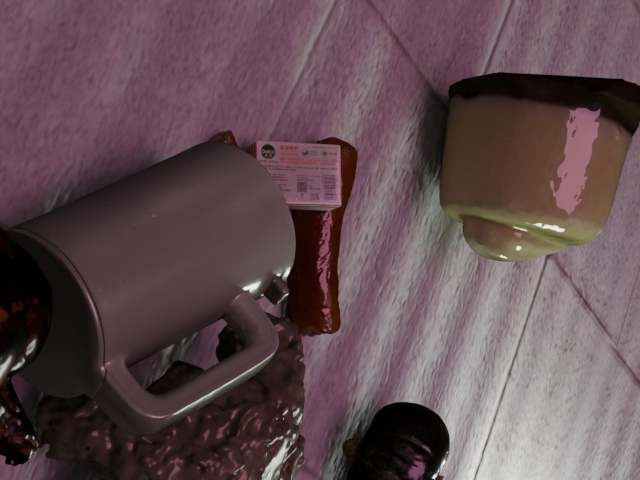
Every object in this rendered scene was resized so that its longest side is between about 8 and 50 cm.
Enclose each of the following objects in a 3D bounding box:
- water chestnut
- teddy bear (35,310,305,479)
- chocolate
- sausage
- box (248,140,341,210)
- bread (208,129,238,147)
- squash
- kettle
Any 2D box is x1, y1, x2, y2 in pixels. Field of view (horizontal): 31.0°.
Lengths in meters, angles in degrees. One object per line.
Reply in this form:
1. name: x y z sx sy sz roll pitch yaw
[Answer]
1. water chestnut: -0.367 0.080 1.059 0.244 0.289 0.289 12 82 -25
2. teddy bear: -0.156 0.304 1.412 0.357 0.224 0.368 -21 135 -35
3. chocolate: 0.362 -0.110 1.917 0.314 0.326 0.297 31 61 -83
4. sausage: -0.002 -0.001 1.660 0.103 0.076 0.302 7 88 -60
5. box: -0.035 -0.088 1.584 0.125 0.043 0.089 3 81 -19
6. bread: -0.121 -0.101 1.538 0.047 0.036 0.083 -47 129 -42
7. squash: 0.118 0.337 1.761 0.193 0.156 0.193 -39 161 -16
8. kettle: -0.191 0.053 1.312 0.318 0.205 0.265 -28 100 -47
